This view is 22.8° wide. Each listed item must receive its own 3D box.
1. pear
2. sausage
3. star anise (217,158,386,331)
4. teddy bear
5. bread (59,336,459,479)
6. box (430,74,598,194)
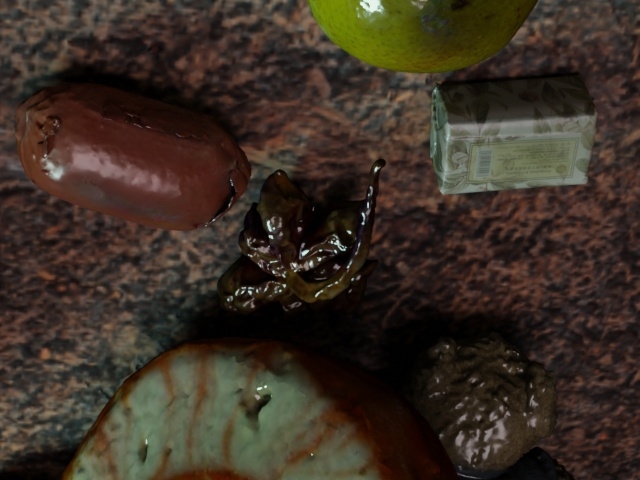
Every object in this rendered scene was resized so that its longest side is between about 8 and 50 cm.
[{"bbox_3d":[0.060,-0.144,0.855,0.141,0.104,0.141,-3,132,-3],"label":"pear"},{"bbox_3d":[-0.110,-0.048,0.925,0.141,0.076,0.076,19,124,-23],"label":"sausage"},{"bbox_3d":[0.000,0.000,0.978,0.097,0.070,0.191,16,138,-8],"label":"star anise"},{"bbox_3d":[0.085,0.176,1.106,0.182,0.129,0.251,6,129,-17],"label":"teddy bear"},{"bbox_3d":[-0.056,0.222,1.006,0.114,0.295,0.328,16,99,-53],"label":"bread"},{"bbox_3d":[0.116,-0.064,0.965,0.098,0.045,0.062,-4,130,-8],"label":"box"}]
